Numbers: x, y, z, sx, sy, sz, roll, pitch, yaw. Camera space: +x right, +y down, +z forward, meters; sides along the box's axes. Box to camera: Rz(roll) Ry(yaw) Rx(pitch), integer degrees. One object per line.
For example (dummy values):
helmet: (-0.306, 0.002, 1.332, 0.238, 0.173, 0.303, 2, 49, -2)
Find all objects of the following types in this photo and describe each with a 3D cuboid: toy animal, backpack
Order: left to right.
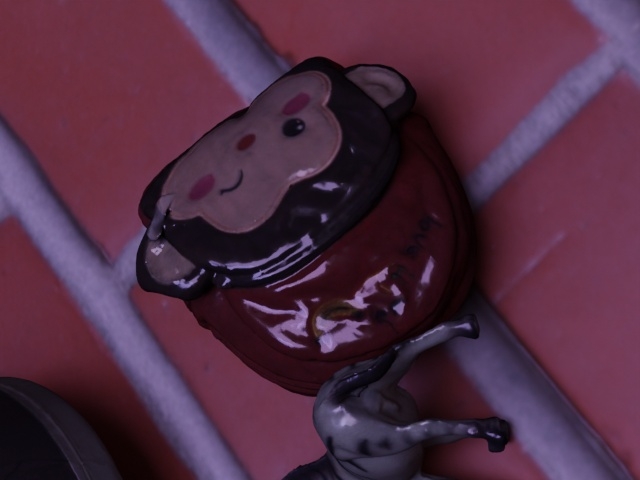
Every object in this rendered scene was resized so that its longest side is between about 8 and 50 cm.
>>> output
backpack: (-0.001, -0.001, 0.891, 0.229, 0.139, 0.229, -6, 66, 14)
toy animal: (0.033, 0.136, 0.849, 0.176, 0.217, 0.073, -9, 50, 6)

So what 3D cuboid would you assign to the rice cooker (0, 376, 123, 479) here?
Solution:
rice cooker: (-0.284, 0.239, 0.925, 0.288, 0.277, 0.288, 6, 100, 38)
